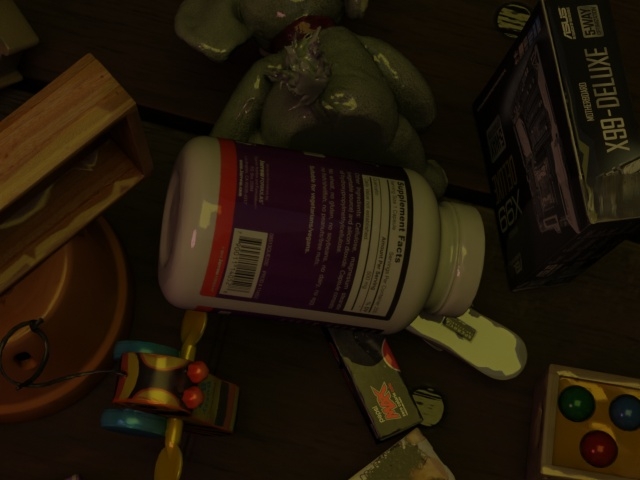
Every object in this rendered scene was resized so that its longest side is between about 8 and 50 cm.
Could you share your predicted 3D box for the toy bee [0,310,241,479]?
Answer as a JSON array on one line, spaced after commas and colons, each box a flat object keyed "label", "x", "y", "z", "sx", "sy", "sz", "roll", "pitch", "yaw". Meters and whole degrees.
[{"label": "toy bee", "x": -0.161, "y": 0.165, "z": 1.352, "sx": 0.162, "sy": 0.298, "sz": 0.195, "roll": -1, "pitch": 93, "yaw": 35}]

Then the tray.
[{"label": "tray", "x": -0.344, "y": 0.007, "z": 1.231, "sx": 0.411, "sy": 0.203, "sz": 0.076, "roll": -41, "pitch": 80, "yaw": -11}]

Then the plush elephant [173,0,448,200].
[{"label": "plush elephant", "x": -0.016, "y": -0.198, "z": 1.491, "sx": 0.272, "sy": 0.330, "sz": 0.255, "roll": -12, "pitch": 58, "yaw": 2}]

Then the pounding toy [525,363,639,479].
[{"label": "pounding toy", "x": 0.339, "y": 0.248, "z": 1.455, "sx": 0.206, "sy": 0.094, "sz": 0.181, "roll": 10, "pitch": 67, "yaw": 0}]

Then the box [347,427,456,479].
[{"label": "box", "x": 0.039, "y": 0.311, "z": 1.457, "sx": 0.232, "sy": 0.058, "sz": 0.087, "roll": -37, "pitch": 80, "yaw": -10}]

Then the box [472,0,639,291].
[{"label": "box", "x": 0.258, "y": -0.096, "z": 1.442, "sx": 0.076, "sy": 0.307, "sz": 0.242, "roll": -7, "pitch": 77, "yaw": -9}]

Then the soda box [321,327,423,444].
[{"label": "soda box", "x": 0.055, "y": 0.144, "z": 1.502, "sx": 0.060, "sy": 0.053, "sz": 0.169, "roll": -24, "pitch": 79, "yaw": -8}]

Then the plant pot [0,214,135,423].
[{"label": "plant pot", "x": -0.356, "y": 0.042, "z": 1.432, "sx": 0.291, "sy": 0.203, "sz": 0.291, "roll": 1, "pitch": 75, "yaw": -2}]

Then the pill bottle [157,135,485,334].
[{"label": "pill bottle", "x": 0.000, "y": 0.000, "z": 1.382, "sx": 0.323, "sy": 0.181, "sz": 0.181, "roll": 8, "pitch": 75, "yaw": -15}]

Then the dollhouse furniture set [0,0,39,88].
[{"label": "dollhouse furniture set", "x": -0.464, "y": -0.214, "z": 1.482, "sx": 0.135, "sy": 0.262, "sz": 0.259, "roll": 49, "pitch": 45, "yaw": 11}]

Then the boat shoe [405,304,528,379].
[{"label": "boat shoe", "x": 0.137, "y": 0.089, "z": 1.511, "sx": 0.219, "sy": 0.070, "sz": 0.078, "roll": 38, "pitch": 85, "yaw": 3}]

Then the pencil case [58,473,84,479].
[{"label": "pencil case", "x": -0.345, "y": 0.314, "z": 1.422, "sx": 0.206, "sy": 0.088, "sz": 0.086, "roll": -16, "pitch": 79, "yaw": -7}]
